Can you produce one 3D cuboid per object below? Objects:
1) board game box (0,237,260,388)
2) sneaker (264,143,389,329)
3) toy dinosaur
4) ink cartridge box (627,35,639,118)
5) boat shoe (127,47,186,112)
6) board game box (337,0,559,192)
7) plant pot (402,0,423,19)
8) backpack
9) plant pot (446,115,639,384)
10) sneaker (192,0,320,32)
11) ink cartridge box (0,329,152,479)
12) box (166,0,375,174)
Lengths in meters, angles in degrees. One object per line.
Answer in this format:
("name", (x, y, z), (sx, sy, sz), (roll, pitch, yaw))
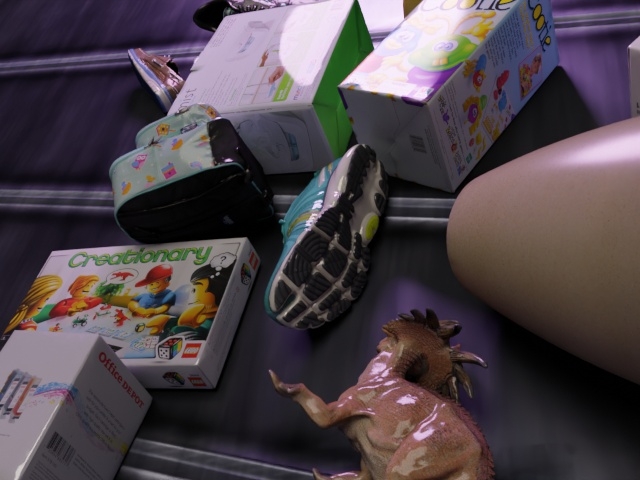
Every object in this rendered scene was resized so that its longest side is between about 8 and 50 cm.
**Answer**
("board game box", (-0.242, 0.090, 0.997), (0.305, 0.053, 0.193), (-4, 45, 22))
("sneaker", (0.000, 0.000, 0.964), (0.110, 0.107, 0.275), (-17, 33, 39))
("toy dinosaur", (0.089, 0.170, 0.715), (0.200, 0.127, 0.296), (-25, 47, -10))
("ink cartridge box", (0.517, -0.225, 0.910), (0.278, 0.117, 0.201), (-40, 44, -16))
("boat shoe", (-0.277, -0.285, 1.398), (0.066, 0.066, 0.183), (-29, 51, -12))
("board game box", (0.174, -0.217, 1.046), (0.142, 0.144, 0.275), (20, 58, 39))
("plant pot", (0.186, -0.407, 1.271), (0.134, 0.095, 0.134), (-14, 42, 13))
("backpack", (-0.176, -0.076, 1.043), (0.188, 0.166, 0.144), (-26, 64, 6))
("plant pot", (0.257, 0.002, 0.733), (0.274, 0.256, 0.256), (7, 49, 51))
("sneaker", (-0.092, -0.353, 1.320), (0.267, 0.101, 0.106), (15, 25, 34))
("ink cartridge box", (-0.288, 0.200, 0.851), (0.127, 0.128, 0.176), (0, 46, 26))
("box", (-0.065, -0.227, 1.183), (0.231, 0.127, 0.262), (-3, 46, 24))
